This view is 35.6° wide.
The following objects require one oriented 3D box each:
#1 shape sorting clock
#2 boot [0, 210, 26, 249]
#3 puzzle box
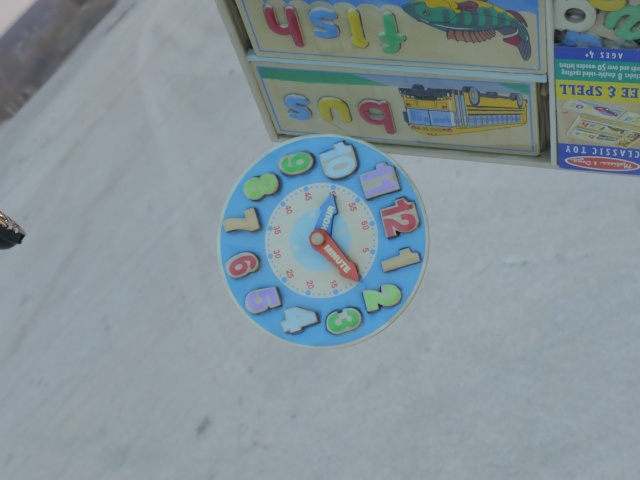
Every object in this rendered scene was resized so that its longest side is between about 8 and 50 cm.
[{"bbox_3d":[0.000,0.000,0.938,0.206,0.206,0.040,-45,-12,2],"label":"shape sorting clock"},{"bbox_3d":[-0.275,0.008,0.675,0.099,0.121,0.045,-58,41,4],"label":"boot"},{"bbox_3d":[0.112,-0.175,0.947,0.409,0.272,0.052,7,60,19],"label":"puzzle box"}]
